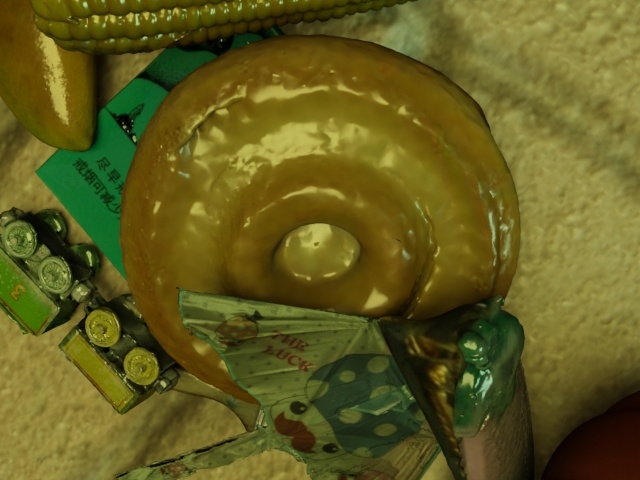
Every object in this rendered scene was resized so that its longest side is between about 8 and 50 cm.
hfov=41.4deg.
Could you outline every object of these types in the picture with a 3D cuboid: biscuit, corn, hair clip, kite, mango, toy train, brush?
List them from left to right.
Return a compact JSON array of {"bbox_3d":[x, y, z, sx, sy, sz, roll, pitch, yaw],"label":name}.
[{"bbox_3d":[-0.221,-0.156,0.661,0.101,0.066,0.187,-16,89,19],"label":"mango"},{"bbox_3d":[-0.201,0.059,0.701,0.202,0.060,0.081,45,111,6],"label":"toy train"},{"bbox_3d":[-0.073,0.134,0.723,0.196,0.021,0.070,19,103,7],"label":"brush"},{"bbox_3d":[-0.023,-0.208,0.574,0.344,0.131,0.131,-10,99,-7],"label":"corn"},{"bbox_3d":[-0.009,0.140,0.631,0.314,0.011,0.335,-23,126,8],"label":"kite"},{"bbox_3d":[0.000,0.000,0.614,0.296,0.102,0.296,-1,114,-3],"label":"biscuit"},{"bbox_3d":[0.120,0.184,0.620,0.096,0.110,0.358,-14,119,5],"label":"hair clip"}]

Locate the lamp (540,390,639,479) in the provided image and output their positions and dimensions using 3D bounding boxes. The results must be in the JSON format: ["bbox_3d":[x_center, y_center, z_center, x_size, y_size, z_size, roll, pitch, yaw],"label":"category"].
[{"bbox_3d":[0.262,0.248,0.563,0.303,0.257,0.303,1,88,-30],"label":"lamp"}]

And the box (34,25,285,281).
[{"bbox_3d":[-0.095,-0.067,0.677,0.226,0.042,0.161,-40,93,13],"label":"box"}]
